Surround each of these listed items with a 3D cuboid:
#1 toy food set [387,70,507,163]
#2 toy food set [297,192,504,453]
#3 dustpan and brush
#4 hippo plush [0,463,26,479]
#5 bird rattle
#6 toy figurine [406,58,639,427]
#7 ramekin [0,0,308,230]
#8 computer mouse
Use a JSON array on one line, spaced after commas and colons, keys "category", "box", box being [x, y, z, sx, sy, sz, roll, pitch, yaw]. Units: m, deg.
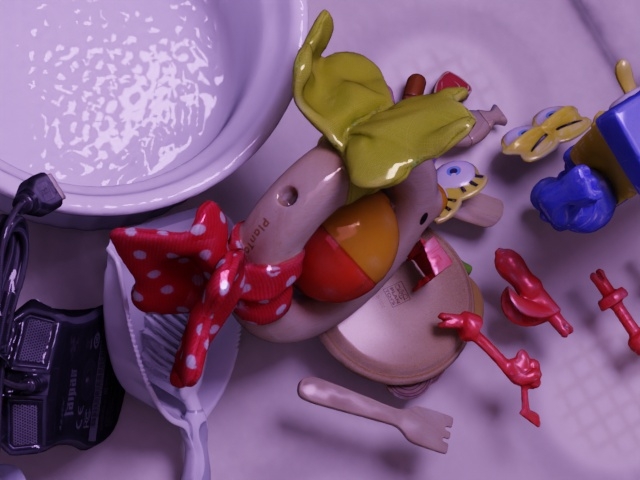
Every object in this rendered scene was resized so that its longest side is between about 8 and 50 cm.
[{"category": "toy food set", "box": [0.072, -0.091, 1.338, 0.122, 0.019, 0.078, -31, 70, -35]}, {"category": "toy food set", "box": [0.051, 0.045, 1.306, 0.132, 0.038, 0.192, 20, 68, -11]}, {"category": "dustpan and brush", "box": [-0.091, 0.092, 1.246, 0.060, 0.147, 0.211, 15, 107, 25]}, {"category": "hippo plush", "box": [-0.291, 0.147, 1.125, 0.236, 0.294, 0.234, 22, 41, -27]}, {"category": "bird rattle", "box": [0.000, 0.000, 1.176, 0.143, 0.207, 0.253, 33, 86, 29]}, {"category": "toy figurine", "box": [0.254, -0.051, 1.266, 0.362, 0.217, 0.191, -29, 84, -25]}, {"category": "ramekin", "box": [-0.156, -0.138, 1.255, 0.277, 0.135, 0.277, 3, 78, -12]}, {"category": "computer mouse", "box": [-0.179, 0.047, 1.149, 0.060, 0.262, 0.184, 6, 95, 12]}]
